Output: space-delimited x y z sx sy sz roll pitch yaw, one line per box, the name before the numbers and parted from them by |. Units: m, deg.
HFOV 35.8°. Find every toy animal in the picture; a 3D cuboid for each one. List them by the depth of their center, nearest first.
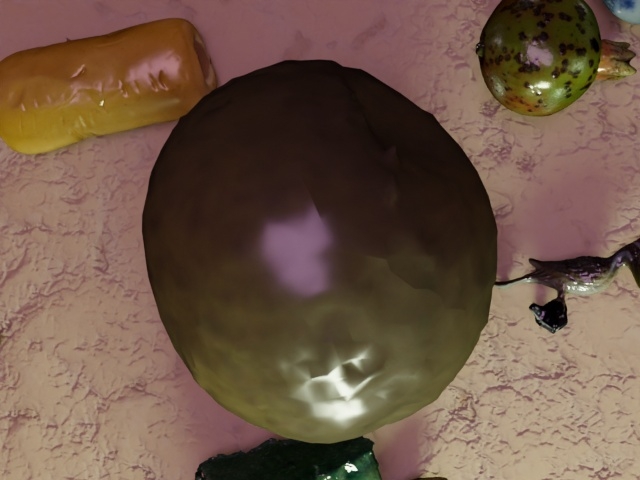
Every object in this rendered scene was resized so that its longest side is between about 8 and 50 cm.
toy animal | 0.325 0.046 1.242 0.202 0.070 0.105 -28 67 11

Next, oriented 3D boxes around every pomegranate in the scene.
pomegranate | 0.288 -0.228 1.214 0.205 0.159 0.159 4 90 -17

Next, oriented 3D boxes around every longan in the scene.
longan | 0.001 0.004 1.123 0.404 0.404 0.435 -17 85 8

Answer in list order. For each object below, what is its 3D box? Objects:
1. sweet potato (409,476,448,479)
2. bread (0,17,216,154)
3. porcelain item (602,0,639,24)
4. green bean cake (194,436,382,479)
sweet potato | 0.096 0.337 1.286 0.153 0.038 0.041 -19 65 16
bread | -0.296 -0.209 1.323 0.305 0.091 0.142 -12 93 8
porcelain item | 0.374 -0.364 1.210 0.141 0.141 0.259 -41 74 6
green bean cake | -0.035 0.311 1.260 0.208 0.193 0.107 -26 105 -16
